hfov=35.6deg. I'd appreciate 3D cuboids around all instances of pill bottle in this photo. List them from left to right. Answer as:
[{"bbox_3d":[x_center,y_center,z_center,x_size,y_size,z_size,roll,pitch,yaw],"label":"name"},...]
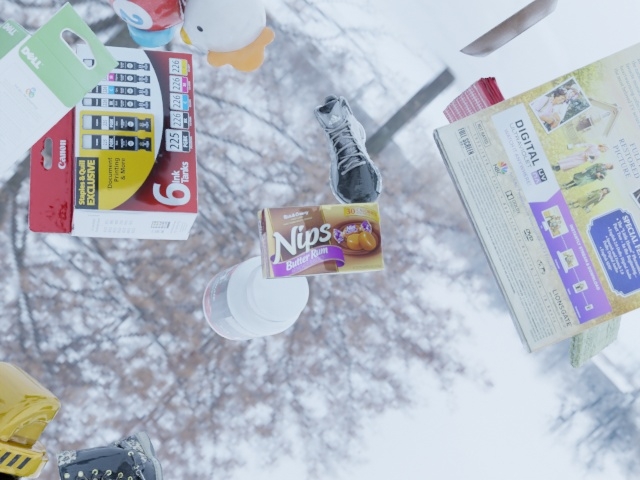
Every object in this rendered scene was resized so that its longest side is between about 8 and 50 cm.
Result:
[{"bbox_3d":[-0.142,0.129,2.240,0.176,0.176,0.318,45,158,-10],"label":"pill bottle"}]

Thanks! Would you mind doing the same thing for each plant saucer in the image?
[{"bbox_3d":[0.329,-0.365,1.695,0.036,0.199,0.198,55,-174,-5],"label":"plant saucer"}]

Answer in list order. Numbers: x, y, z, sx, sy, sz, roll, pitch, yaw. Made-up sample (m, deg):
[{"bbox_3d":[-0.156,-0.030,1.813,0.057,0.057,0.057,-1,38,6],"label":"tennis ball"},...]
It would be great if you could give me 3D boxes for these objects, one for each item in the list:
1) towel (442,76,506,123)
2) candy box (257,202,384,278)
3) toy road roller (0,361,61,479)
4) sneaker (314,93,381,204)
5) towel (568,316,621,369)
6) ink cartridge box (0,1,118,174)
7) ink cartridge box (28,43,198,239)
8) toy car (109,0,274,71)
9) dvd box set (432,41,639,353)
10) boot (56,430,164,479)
[{"bbox_3d":[0.314,-0.189,1.831,0.199,0.031,0.275,60,172,0],"label":"towel"},{"bbox_3d":[0.000,0.000,1.548,0.053,0.187,0.109,162,104,-71],"label":"candy box"},{"bbox_3d":[-0.569,0.304,1.579,0.202,0.240,0.329,27,172,32],"label":"toy road roller"},{"bbox_3d":[0.032,-0.162,1.664,0.228,0.086,0.132,-104,-12,-46],"label":"sneaker"},{"bbox_3d":[0.409,0.116,1.476,0.027,0.110,0.148,32,141,39],"label":"towel"},{"bbox_3d":[-0.349,-0.177,1.144,0.062,0.209,0.109,38,169,42],"label":"ink cartridge box"},{"bbox_3d":[-0.356,-0.167,1.704,0.130,0.272,0.309,127,141,-63],"label":"ink cartridge box"},{"bbox_3d":[-0.167,-0.321,1.386,0.238,0.210,0.219,59,168,22],"label":"toy car"},{"bbox_3d":[0.391,-0.080,1.240,0.062,0.420,0.307,-13,-101,-86],"label":"dvd box set"},{"bbox_3d":[-0.380,0.440,1.813,0.236,0.179,0.085,-134,41,-60],"label":"boot"}]
